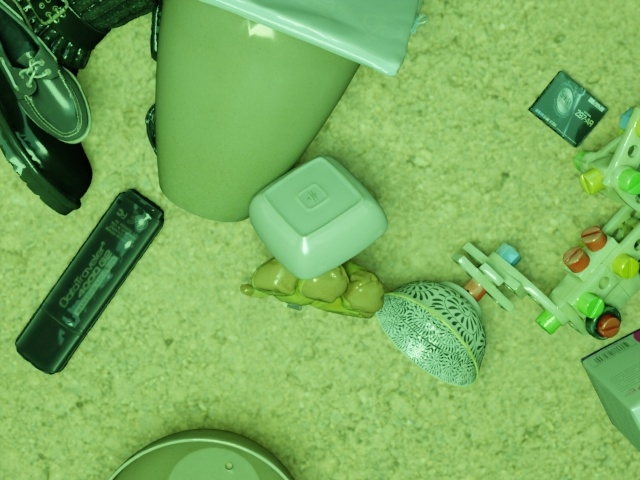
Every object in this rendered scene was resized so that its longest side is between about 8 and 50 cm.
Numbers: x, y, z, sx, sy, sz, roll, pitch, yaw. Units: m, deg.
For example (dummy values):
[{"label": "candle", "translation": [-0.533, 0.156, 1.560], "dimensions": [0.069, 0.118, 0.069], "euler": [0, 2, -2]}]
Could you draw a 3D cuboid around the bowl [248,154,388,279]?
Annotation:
[{"label": "bowl", "translation": [-0.006, -0.037, 1.178], "dimensions": [0.142, 0.053, 0.142], "euler": [-33, 58, -14]}]

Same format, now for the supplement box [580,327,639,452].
[{"label": "supplement box", "translation": [0.433, 0.202, 1.267], "dimensions": [0.111, 0.220, 0.114], "euler": [-28, 96, 4]}]

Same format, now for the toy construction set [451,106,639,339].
[{"label": "toy construction set", "translation": [0.341, -0.001, 1.276], "dimensions": [0.327, 0.151, 0.215], "euler": [-40, 121, 12]}]

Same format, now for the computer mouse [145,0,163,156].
[{"label": "computer mouse", "translation": [-0.195, -0.221, 1.306], "dimensions": [0.071, 0.041, 0.242], "euler": [3, 103, -17]}]

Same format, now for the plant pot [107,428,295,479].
[{"label": "plant pot", "translation": [-0.149, 0.368, 1.302], "dimensions": [0.283, 0.191, 0.284], "euler": [0, 97, -1]}]

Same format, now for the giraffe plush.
[{"label": "giraffe plush", "translation": [0.000, 0.000, 1.274], "dimensions": [0.181, 0.210, 0.171], "euler": [15, 80, -18]}]

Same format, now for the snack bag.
[{"label": "snack bag", "translation": [-0.027, -0.315, 1.157], "dimensions": [0.323, 0.343, 0.037], "euler": [21, 128, -4]}]

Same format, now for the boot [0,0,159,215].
[{"label": "boot", "translation": [-0.309, -0.232, 1.252], "dimensions": [0.260, 0.131, 0.348], "euler": [-25, 96, 3]}]

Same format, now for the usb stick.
[{"label": "usb stick", "translation": [-0.312, 0.058, 1.334], "dimensions": [0.077, 0.045, 0.278], "euler": [36, 96, 2]}]

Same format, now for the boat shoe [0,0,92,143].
[{"label": "boat shoe", "translation": [-0.345, -0.202, 1.158], "dimensions": [0.075, 0.065, 0.206], "euler": [-33, 91, 6]}]

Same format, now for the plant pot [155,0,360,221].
[{"label": "plant pot", "translation": [-0.102, -0.172, 1.224], "dimensions": [0.256, 0.256, 0.274], "euler": [21, 115, -3]}]

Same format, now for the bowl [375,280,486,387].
[{"label": "bowl", "translation": [0.160, 0.106, 1.302], "dimensions": [0.170, 0.170, 0.080], "euler": [46, 67, -6]}]

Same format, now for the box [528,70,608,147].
[{"label": "box", "translation": [0.330, -0.175, 1.319], "dimensions": [0.083, 0.018, 0.067], "euler": [39, 96, -5]}]
